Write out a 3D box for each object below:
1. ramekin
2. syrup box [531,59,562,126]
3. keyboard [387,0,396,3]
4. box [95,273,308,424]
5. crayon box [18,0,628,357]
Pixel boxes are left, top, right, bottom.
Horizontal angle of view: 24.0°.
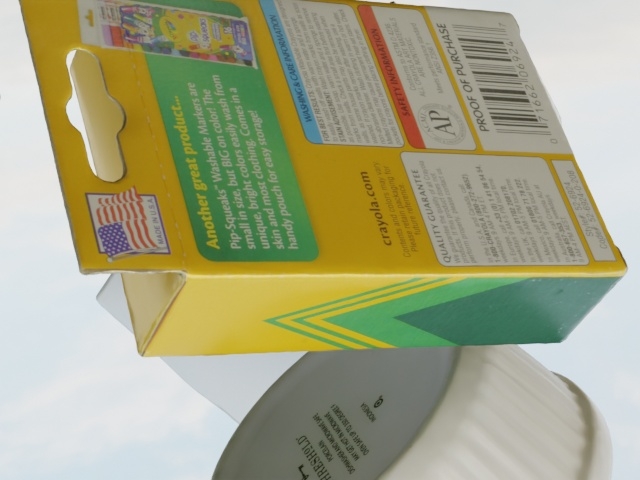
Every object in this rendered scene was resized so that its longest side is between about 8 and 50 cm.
[{"bbox_3d":[0.044,0.157,0.983,0.273,0.127,0.273,-35,-158,16],"label":"ramekin"},{"bbox_3d":[0.153,-0.051,1.269,0.096,0.093,0.237,-19,-143,20],"label":"syrup box"},{"bbox_3d":[0.057,-0.144,1.130,0.108,0.023,0.180,-12,172,17],"label":"keyboard"},{"bbox_3d":[0.000,0.000,1.348,0.168,0.215,0.345,-53,174,34],"label":"box"},{"bbox_3d":[-0.010,-0.042,0.848,0.323,0.083,0.203,1,-126,-28],"label":"crayon box"}]
